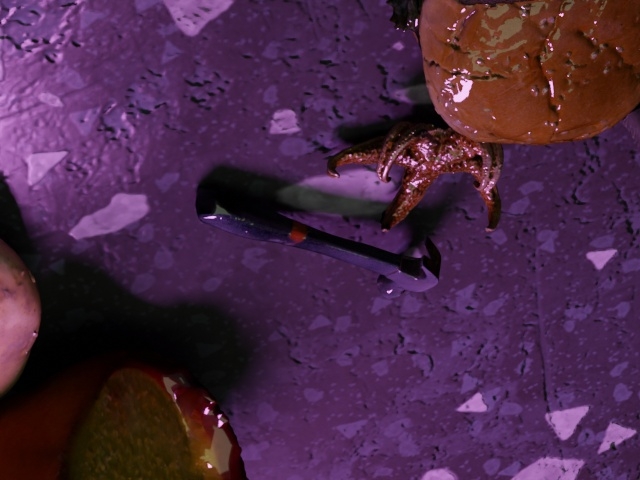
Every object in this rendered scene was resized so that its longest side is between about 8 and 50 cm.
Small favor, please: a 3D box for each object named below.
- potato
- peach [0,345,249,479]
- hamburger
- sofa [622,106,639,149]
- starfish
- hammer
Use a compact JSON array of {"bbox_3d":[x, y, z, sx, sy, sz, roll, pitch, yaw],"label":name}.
[{"bbox_3d":[-0.364,0.083,1.817,0.161,0.128,0.234,6,135,-20],"label":"potato"},{"bbox_3d":[-0.248,0.328,1.949,0.335,0.405,0.310,12,155,-42],"label":"peach"},{"bbox_3d":[0.218,-0.192,1.778,0.309,0.132,0.211,-6,131,-18],"label":"hamburger"},{"bbox_3d":[0.424,-0.152,1.844,0.176,0.210,0.225,-15,138,-5],"label":"sofa"},{"bbox_3d":[0.101,-0.068,1.883,0.190,0.074,0.146,5,151,0],"label":"starfish"},{"bbox_3d":[0.000,0.000,1.913,0.290,0.037,0.137,18,158,-26],"label":"hammer"}]
